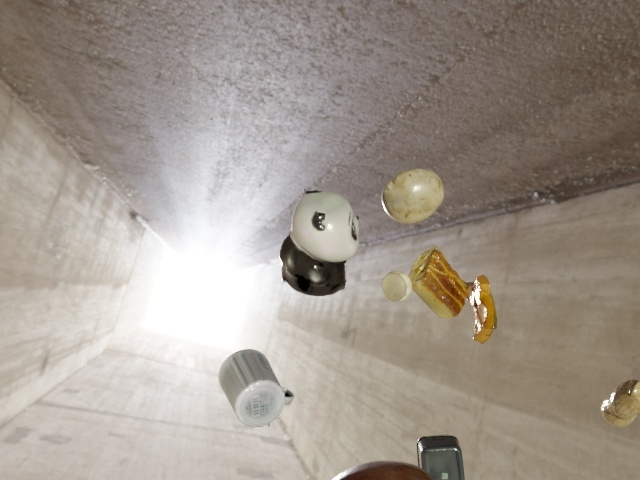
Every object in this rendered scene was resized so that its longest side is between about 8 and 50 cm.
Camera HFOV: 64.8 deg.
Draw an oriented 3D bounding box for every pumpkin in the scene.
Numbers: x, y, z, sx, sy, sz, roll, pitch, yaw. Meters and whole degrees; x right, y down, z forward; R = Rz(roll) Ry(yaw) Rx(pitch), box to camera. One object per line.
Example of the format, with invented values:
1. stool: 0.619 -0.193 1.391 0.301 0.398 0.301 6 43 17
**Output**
1. pumpkin: 0.669 0.269 2.126 0.095 0.291 0.258 -8 153 -2

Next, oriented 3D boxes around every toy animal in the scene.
1. toy animal: 0.000 0.000 1.527 0.250 0.251 0.310 12 126 8

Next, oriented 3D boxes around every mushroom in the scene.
1. mushroom: 0.243 -0.123 1.346 0.166 0.127 0.166 -15 143 -11

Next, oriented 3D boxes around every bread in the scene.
1. bread: 0.491 0.180 2.074 0.114 0.185 0.275 -10 132 47

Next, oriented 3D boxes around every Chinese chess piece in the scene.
1. Chinese chess piece: 0.300 0.179 1.980 0.122 0.122 0.051 6 -172 39

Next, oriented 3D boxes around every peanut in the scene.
1. peanut: 0.856 0.459 1.423 0.085 0.104 0.228 36 162 32

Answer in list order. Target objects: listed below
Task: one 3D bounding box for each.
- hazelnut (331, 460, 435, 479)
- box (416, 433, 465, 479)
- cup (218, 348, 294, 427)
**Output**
1. hazelnut: 0.153 0.703 1.178 0.365 0.366 0.366 13 171 2
2. box: 0.398 0.756 1.660 0.144 0.201 0.090 -4 -179 5
3. cup: -0.179 0.438 1.514 0.220 0.167 0.202 -5 -166 -21
